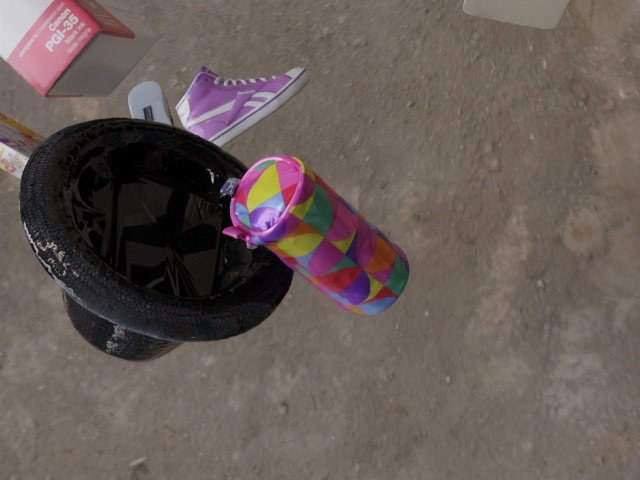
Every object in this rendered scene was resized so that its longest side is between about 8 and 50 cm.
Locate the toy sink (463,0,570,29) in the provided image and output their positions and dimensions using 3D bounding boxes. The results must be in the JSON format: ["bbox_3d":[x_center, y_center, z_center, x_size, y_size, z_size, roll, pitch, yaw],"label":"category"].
[{"bbox_3d":[0.311,-0.438,1.303,0.153,0.234,0.131,12,69,2],"label":"toy sink"}]

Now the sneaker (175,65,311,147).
[{"bbox_3d":[-0.163,-0.311,1.823,0.282,0.102,0.161,-35,96,-12],"label":"sneaker"}]

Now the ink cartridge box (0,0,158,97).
[{"bbox_3d":[-0.369,-0.315,1.118,0.283,0.207,0.117,45,103,-1],"label":"ink cartridge box"}]

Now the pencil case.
[{"bbox_3d":[0.000,0.000,0.943,0.104,0.104,0.236,-34,139,19],"label":"pencil case"}]

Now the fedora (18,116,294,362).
[{"bbox_3d":[-0.189,0.014,0.979,0.334,0.334,0.152,32,123,-2],"label":"fedora"}]

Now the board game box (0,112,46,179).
[{"bbox_3d":[-0.350,-0.109,0.998,0.154,0.103,0.026,29,103,5],"label":"board game box"}]

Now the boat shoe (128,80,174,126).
[{"bbox_3d":[-0.259,-0.154,1.394,0.080,0.228,0.076,-19,138,0],"label":"boat shoe"}]
